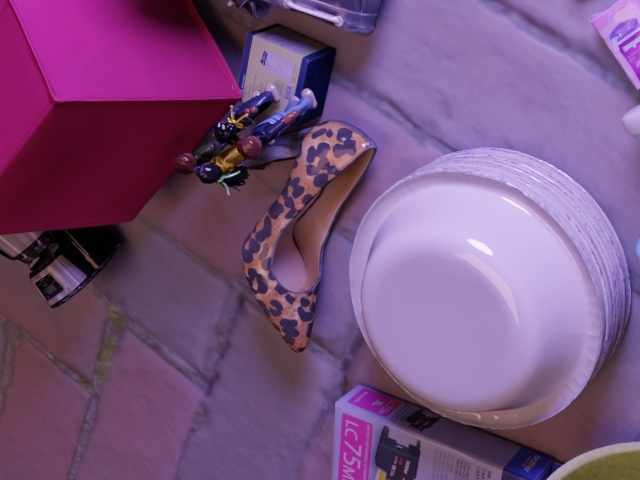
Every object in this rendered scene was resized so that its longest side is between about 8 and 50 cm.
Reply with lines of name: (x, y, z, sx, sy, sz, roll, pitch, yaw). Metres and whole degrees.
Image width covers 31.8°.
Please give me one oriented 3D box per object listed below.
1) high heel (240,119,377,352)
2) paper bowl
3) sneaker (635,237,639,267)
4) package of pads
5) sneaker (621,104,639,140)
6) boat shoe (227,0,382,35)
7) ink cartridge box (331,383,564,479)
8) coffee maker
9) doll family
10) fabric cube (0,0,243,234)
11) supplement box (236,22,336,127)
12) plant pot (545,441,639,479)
high heel: (0.000, 0.000, 1.257, 0.186, 0.093, 0.261, -4, 97, 43)
paper bowl: (0.155, 0.059, 1.142, 0.284, 0.148, 0.284, 14, 118, 30)
sneaker: (0.406, 0.093, 0.936, 0.208, 0.127, 0.319, 68, 169, -17)
package of pads: (0.287, -0.182, 1.019, 0.050, 0.032, 0.083, -35, 87, 42)
sneaker: (0.387, -0.065, 0.957, 0.256, 0.094, 0.151, -2, 111, 37)
boat shoe: (-0.068, -0.287, 1.191, 0.301, 0.108, 0.102, 19, 118, 20)
ink cartridge box: (0.154, 0.303, 1.301, 0.311, 0.065, 0.186, 16, 118, 28)
coffee maker: (-0.354, -0.027, 1.484, 0.178, 0.171, 0.120, 48, 155, -17)
doll family: (-0.086, -0.106, 1.195, 0.076, 0.111, 0.193, 50, 138, 2)
fabric cube: (-0.295, -0.183, 1.261, 0.258, 0.254, 0.259, -43, 66, 39)
supplement box: (-0.039, -0.182, 1.237, 0.083, 0.056, 0.083, 28, 124, 24)
plant pot: (0.330, 0.385, 1.100, 0.276, 0.276, 0.254, 20, 131, 28)
